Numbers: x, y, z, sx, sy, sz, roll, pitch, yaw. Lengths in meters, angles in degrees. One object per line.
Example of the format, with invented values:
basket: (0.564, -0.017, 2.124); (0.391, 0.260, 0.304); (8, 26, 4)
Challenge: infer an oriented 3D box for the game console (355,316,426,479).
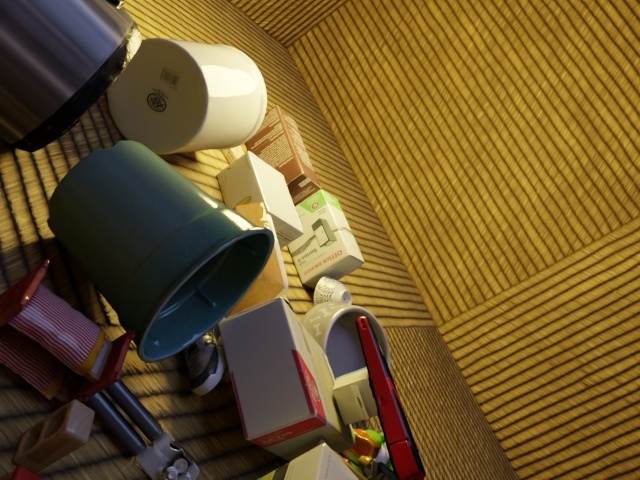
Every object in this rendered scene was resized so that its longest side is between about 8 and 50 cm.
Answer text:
game console: (0.158, 0.384, 1.470); (0.386, 0.060, 0.342); (65, 5, -64)

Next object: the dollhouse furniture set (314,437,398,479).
dollhouse furniture set: (0.019, 0.598, 1.442); (0.198, 0.286, 0.303); (38, -8, 12)

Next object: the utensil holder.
utensil holder: (-0.377, -0.412, 1.836); (0.327, 0.328, 0.385); (57, 21, -1)

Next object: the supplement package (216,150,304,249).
supplement package: (-0.197, -0.120, 2.070); (0.204, 0.145, 0.261); (32, 30, -52)

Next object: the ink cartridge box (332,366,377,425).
ink cartridge box: (0.087, 0.371, 1.508); (0.143, 0.090, 0.092); (0, 70, -84)

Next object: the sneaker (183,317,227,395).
sneaker: (-0.289, 0.210, 1.387); (0.153, 0.101, 0.268); (44, 18, -29)

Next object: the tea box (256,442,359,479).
tea box: (-0.074, 0.560, 0.990); (0.220, 0.324, 0.329); (52, 20, -13)

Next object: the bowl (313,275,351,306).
bowl: (0.054, 0.204, 2.154); (0.170, 0.080, 0.170); (3, 87, -57)

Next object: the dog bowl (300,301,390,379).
dog bowl: (0.074, 0.345, 1.826); (0.349, 0.102, 0.348); (15, 69, -44)

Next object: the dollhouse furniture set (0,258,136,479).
dollhouse furniture set: (-0.425, 0.232, 0.912); (0.201, 0.152, 0.374); (47, 21, -28)

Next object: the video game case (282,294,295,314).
video game case: (-0.139, 0.204, 1.874); (0.227, 0.026, 0.206); (61, 19, 12)

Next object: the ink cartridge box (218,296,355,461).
ink cartridge box: (-0.068, 0.342, 1.465); (0.384, 0.160, 0.279); (60, 8, -59)

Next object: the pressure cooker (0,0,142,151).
pressure cooker: (-0.605, -0.424, 1.202); (0.420, 0.370, 0.375); (44, 39, -30)

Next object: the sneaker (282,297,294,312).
sneaker: (-0.140, 0.169, 1.698); (0.105, 0.147, 0.295); (23, 39, -35)

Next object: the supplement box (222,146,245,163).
supplement box: (-0.306, -0.308, 2.271); (0.062, 0.036, 0.098); (58, 19, 5)

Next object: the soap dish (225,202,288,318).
soap dish: (-0.207, 0.069, 1.640); (0.118, 0.229, 0.290); (19, 39, -36)

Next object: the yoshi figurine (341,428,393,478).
yoshi figurine: (0.176, 0.621, 1.763); (0.362, 0.204, 0.203); (27, 51, -60)

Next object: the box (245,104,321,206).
box: (-0.153, -0.312, 2.421); (0.143, 0.191, 0.381); (35, 29, -48)

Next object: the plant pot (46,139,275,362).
plant pot: (-0.328, 0.002, 1.242); (0.334, 0.341, 0.341); (41, 15, 13)

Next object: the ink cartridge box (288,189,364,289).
ink cartridge box: (0.000, 0.000, 2.261); (0.121, 0.211, 0.289); (29, 33, -56)

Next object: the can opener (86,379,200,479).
can opener: (-0.325, 0.346, 1.141); (0.280, 0.074, 0.093); (54, -16, -14)
